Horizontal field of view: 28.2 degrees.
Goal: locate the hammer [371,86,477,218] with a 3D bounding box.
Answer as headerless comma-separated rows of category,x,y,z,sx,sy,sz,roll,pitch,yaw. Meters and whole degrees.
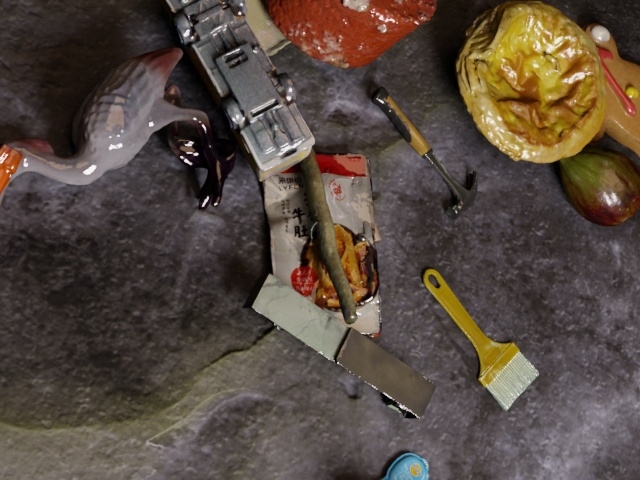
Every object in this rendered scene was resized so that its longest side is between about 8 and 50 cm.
hammer,0.140,-0.125,1.711,0.201,0.021,0.078,51,54,-5

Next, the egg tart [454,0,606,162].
egg tart,0.285,-0.218,1.774,0.241,0.106,0.241,4,79,-21

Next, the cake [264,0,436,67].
cake,0.029,-0.362,1.644,0.177,0.151,0.283,16,57,-39

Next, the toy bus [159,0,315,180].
toy bus,-0.103,-0.205,1.531,0.092,0.106,0.268,-29,81,-10

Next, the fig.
fig,0.386,-0.089,1.802,0.154,0.103,0.109,42,18,3

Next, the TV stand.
TV stand,0.023,0.128,1.509,0.256,0.040,0.049,35,69,-20

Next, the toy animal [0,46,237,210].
toy animal,-0.236,-0.120,1.439,0.324,0.090,0.195,-7,84,-31

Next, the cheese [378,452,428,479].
cheese,0.088,0.286,1.514,0.111,0.017,0.047,-20,79,-35

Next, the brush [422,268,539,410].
brush,0.199,0.119,1.654,0.205,0.011,0.083,51,55,-3

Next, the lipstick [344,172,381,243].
lipstick,0.054,-0.041,1.626,0.019,0.019,0.094,-14,78,-34

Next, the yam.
yam,0.006,-0.007,1.532,0.029,0.027,0.234,25,45,-56

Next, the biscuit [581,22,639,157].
biscuit,0.426,-0.228,1.912,0.339,0.047,0.216,29,57,-19

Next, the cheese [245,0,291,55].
cheese,-0.112,-0.316,1.626,0.097,0.037,0.192,-36,92,-37

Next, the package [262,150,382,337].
package,0.000,0.000,1.570,0.154,0.030,0.239,5,69,-28

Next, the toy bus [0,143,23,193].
toy bus,-0.470,-0.109,1.254,0.329,0.143,0.153,27,81,-18
